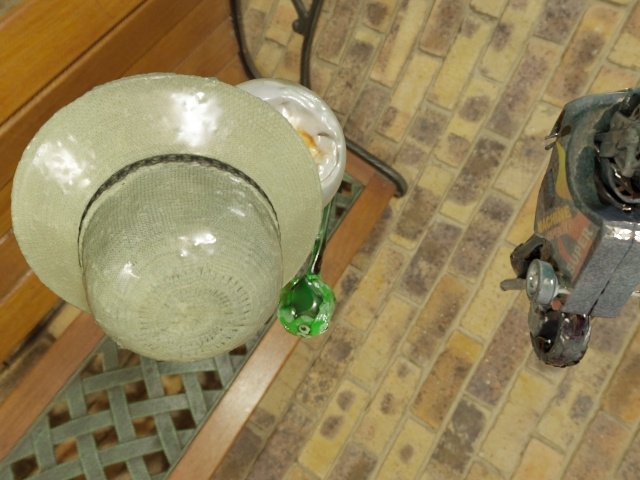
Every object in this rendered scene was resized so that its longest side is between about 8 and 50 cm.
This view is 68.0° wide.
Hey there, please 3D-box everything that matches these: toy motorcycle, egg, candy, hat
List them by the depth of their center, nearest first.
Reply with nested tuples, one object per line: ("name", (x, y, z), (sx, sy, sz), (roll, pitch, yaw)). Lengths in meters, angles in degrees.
("hat", (-0.105, 0.016, 0.367), (0.257, 0.130, 0.257), (-9, 126, -13))
("toy motorcycle", (0.247, -0.019, 0.436), (0.173, 0.108, 0.307), (-78, 173, -45))
("egg", (-0.068, -0.103, 0.594), (0.183, 0.183, 0.217), (-57, -161, -14))
("candy", (0.000, 0.001, 0.793), (0.097, 0.097, 0.324), (70, 29, -68))
